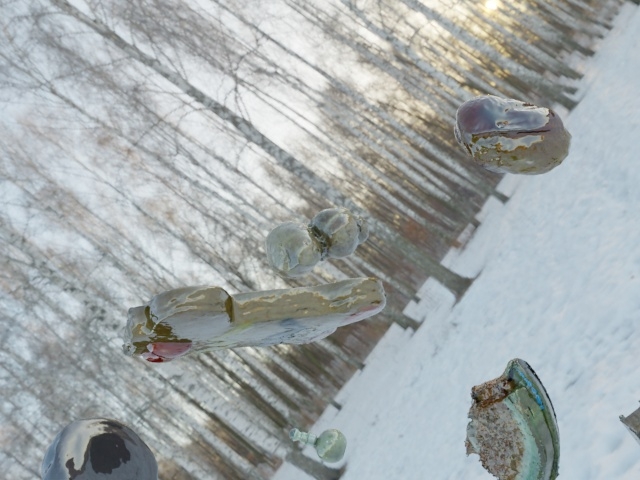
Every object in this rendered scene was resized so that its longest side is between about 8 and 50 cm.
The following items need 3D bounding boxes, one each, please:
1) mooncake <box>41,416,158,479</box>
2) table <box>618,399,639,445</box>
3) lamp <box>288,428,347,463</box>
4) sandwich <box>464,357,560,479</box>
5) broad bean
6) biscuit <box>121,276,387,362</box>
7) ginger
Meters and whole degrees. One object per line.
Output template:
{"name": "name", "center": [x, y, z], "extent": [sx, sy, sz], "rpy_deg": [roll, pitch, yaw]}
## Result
{"name": "mooncake", "center": [-0.457, 0.490, 1.147], "extent": [0.133, 0.245, 0.245], "rpy_deg": [-50, -6, 19]}
{"name": "table", "center": [0.632, 0.364, 1.064], "extent": [0.070, 0.083, 0.082], "rpy_deg": [-39, 5, 3]}
{"name": "lamp", "center": [-0.010, 0.562, 1.557], "extent": [0.091, 0.164, 0.090], "rpy_deg": [16, -90, -83]}
{"name": "sandwich", "center": [0.318, 0.314, 0.924], "extent": [0.079, 0.159, 0.234], "rpy_deg": [-15, -68, -56]}
{"name": "broad bean", "center": [0.377, -0.209, 1.107], "extent": [0.122, 0.229, 0.156], "rpy_deg": [89, -154, -58]}
{"name": "biscuit", "center": [-0.124, 0.148, 0.935], "extent": [0.394, 0.076, 0.368], "rpy_deg": [-1, -20, -27]}
{"name": "ginger", "center": [0.000, 0.000, 1.516], "extent": [0.304, 0.155, 0.244], "rpy_deg": [-16, 1, -9]}
